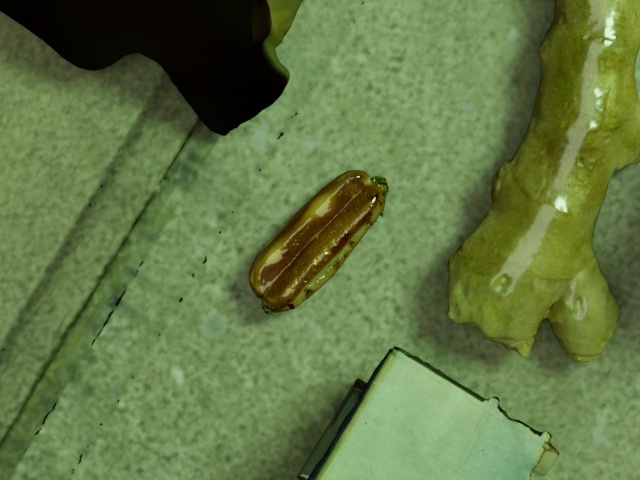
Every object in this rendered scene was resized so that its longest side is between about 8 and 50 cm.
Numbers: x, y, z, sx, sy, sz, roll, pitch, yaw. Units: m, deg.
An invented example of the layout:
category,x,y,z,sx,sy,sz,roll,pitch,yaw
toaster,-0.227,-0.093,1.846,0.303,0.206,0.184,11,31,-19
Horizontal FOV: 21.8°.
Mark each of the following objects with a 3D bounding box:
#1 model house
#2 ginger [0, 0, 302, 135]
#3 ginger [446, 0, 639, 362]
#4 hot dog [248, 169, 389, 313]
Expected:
category,x,y,z,sx,sy,sz,roll,pitch,yaw
model house,0.029,0.231,1.065,0.178,0.271,0.206,31,133,2
ginger,-0.093,-0.273,1.054,0.413,0.358,0.211,19,53,7
ginger,0.157,-0.070,1.081,0.118,0.065,0.299,9,97,-6
hot dog,0.000,0.000,1.127,0.122,0.037,0.049,-44,75,4
